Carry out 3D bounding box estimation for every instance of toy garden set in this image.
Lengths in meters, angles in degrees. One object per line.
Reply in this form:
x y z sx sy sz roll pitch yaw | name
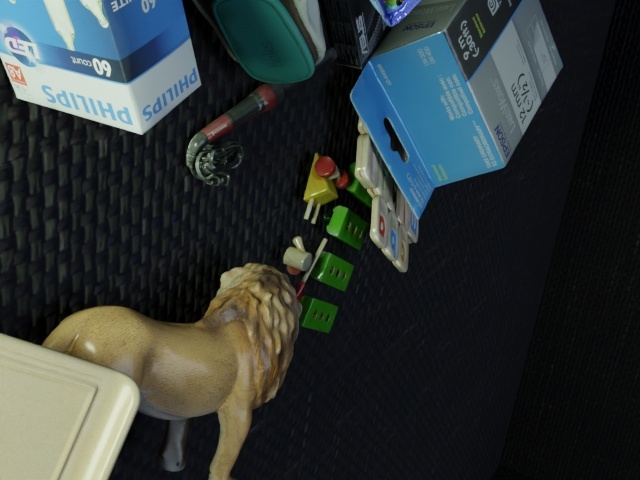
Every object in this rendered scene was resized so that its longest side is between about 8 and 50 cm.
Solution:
0.000 0.000 1.113 0.244 0.049 0.204 -69 156 -4 | toy garden set

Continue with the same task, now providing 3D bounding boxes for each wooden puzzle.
-0.278 0.170 0.572 0.238 0.044 0.221 28 80 -34 | wooden puzzle

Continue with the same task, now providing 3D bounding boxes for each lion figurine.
-0.156 0.129 0.779 0.392 0.142 0.240 13 91 -62 | lion figurine

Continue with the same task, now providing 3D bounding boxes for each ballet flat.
-0.069 -0.266 0.675 0.400 0.139 0.139 53 58 -76 | ballet flat

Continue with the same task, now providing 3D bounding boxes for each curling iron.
-0.063 -0.153 0.896 0.274 0.035 0.068 -51 152 -36 | curling iron

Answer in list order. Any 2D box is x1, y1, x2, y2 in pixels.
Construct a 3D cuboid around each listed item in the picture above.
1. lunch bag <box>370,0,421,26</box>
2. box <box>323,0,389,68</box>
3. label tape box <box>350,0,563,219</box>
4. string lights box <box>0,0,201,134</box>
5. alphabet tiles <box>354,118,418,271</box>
-0.001 -0.344 0.580 0.293 0.138 0.221 31 33 -48 | lunch bag
0.063 -0.352 1.003 0.184 0.045 0.191 -59 151 -30 | box
0.208 -0.235 1.134 0.348 0.115 0.249 -57 132 -28 | label tape box
-0.175 -0.209 0.517 0.077 0.133 0.260 -51 147 -37 | string lights box
0.107 -0.104 1.191 0.284 0.021 0.278 44 46 -61 | alphabet tiles
